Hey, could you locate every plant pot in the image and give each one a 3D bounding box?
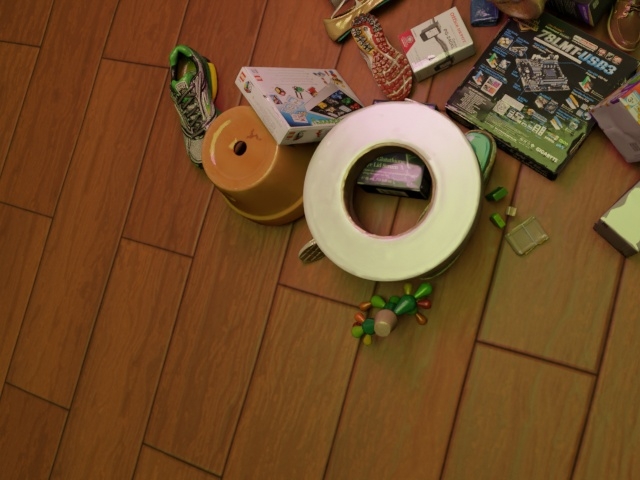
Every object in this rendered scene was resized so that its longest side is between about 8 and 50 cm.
[{"bbox_3d":[-0.149,-0.194,1.401,0.291,0.203,0.291,-3,81,21],"label":"plant pot"}]

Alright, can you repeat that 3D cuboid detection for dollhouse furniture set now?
[{"bbox_3d":[0.425,-0.045,1.301,0.076,0.058,0.152,-36,92,4],"label":"dollhouse furniture set"}]

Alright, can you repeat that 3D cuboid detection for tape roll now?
[{"bbox_3d":[0.151,-0.104,1.263,0.392,0.072,0.392,-3,83,22],"label":"tape roll"}]

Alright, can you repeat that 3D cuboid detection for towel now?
[{"bbox_3d":[0.389,-0.567,1.386,0.067,0.029,0.119,2,83,20],"label":"towel"}]

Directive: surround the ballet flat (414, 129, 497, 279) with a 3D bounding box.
[{"bbox_3d":[0.297,-0.072,1.302,0.123,0.123,0.348,24,93,21],"label":"ballet flat"}]

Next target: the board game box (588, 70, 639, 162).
[{"bbox_3d":[0.701,-0.296,1.143,0.275,0.144,0.142,-38,91,3],"label":"board game box"}]

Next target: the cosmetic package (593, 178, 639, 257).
[{"bbox_3d":[0.670,-0.084,1.167,0.107,0.127,0.238,44,99,19],"label":"cosmetic package"}]

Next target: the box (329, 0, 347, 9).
[{"bbox_3d":[0.023,-0.738,1.487,0.148,0.127,0.232,-34,73,11],"label":"box"}]

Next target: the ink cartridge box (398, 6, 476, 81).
[{"bbox_3d":[0.276,-0.465,1.392,0.150,0.063,0.109,-24,75,15],"label":"ink cartridge box"}]

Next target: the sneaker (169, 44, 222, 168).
[{"bbox_3d":[-0.339,-0.350,1.546,0.134,0.146,0.343,-19,77,16],"label":"sneaker"}]

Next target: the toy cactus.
[{"bbox_3d":[0.151,0.173,1.289,0.219,0.180,0.112,-24,95,20],"label":"toy cactus"}]

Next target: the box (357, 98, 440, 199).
[{"bbox_3d":[0.186,-0.210,1.363,0.153,0.108,0.207,8,85,21],"label":"box"}]

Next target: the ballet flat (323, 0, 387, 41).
[{"bbox_3d":[0.107,-0.590,1.455,0.232,0.080,0.073,-36,111,12],"label":"ballet flat"}]

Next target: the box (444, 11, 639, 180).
[{"bbox_3d":[0.480,-0.333,1.296,0.295,0.073,0.293,37,93,18],"label":"box"}]

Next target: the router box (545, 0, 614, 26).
[{"bbox_3d":[0.583,-0.648,1.272,0.309,0.081,0.243,-52,54,5],"label":"router box"}]

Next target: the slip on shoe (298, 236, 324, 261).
[{"bbox_3d":[0.000,0.000,1.434,0.135,0.051,0.041,-43,31,17],"label":"slip on shoe"}]

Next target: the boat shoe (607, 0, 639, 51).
[{"bbox_3d":[0.649,-0.482,1.240,0.064,0.060,0.178,9,67,2],"label":"boat shoe"}]

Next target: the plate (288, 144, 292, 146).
[{"bbox_3d":[-0.067,-0.167,1.489,0.188,0.024,0.188,-3,80,19],"label":"plate"}]

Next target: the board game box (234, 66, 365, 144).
[{"bbox_3d":[-0.025,-0.316,1.358,0.193,0.305,0.053,56,132,18],"label":"board game box"}]

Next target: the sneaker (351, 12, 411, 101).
[{"bbox_3d":[0.154,-0.441,1.425,0.088,0.093,0.225,-27,90,8],"label":"sneaker"}]

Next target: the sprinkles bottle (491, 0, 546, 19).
[{"bbox_3d":[0.482,-0.639,1.206,0.121,0.121,0.355,29,89,21],"label":"sprinkles bottle"}]
